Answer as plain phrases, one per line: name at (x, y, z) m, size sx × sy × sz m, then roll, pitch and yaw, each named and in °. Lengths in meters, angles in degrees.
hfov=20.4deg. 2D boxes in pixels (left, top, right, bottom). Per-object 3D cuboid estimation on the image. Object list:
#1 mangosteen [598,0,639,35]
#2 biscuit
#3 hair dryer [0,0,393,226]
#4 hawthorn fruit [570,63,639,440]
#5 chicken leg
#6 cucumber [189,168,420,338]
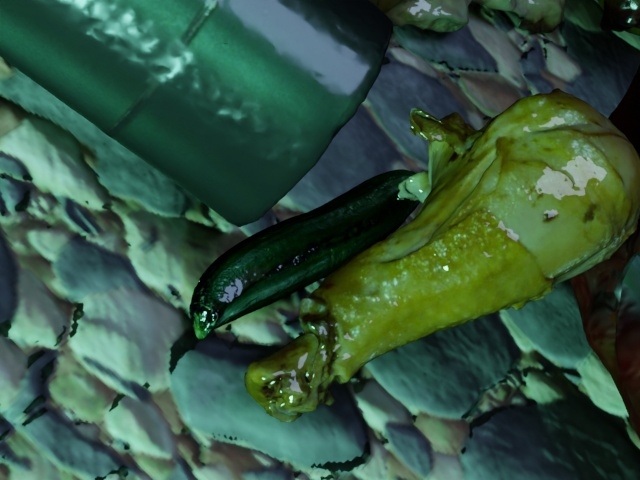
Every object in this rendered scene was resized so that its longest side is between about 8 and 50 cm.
mangosteen at (0.242, -0.228, 1.082) m, size 0.215 × 0.215 × 0.257 m, roll 36°, pitch 83°, yaw -14°
biscuit at (0.077, -0.175, 1.011) m, size 0.183 × 0.061 × 0.118 m, roll -14°, pitch 66°, yaw -48°
hair dryer at (-0.083, -0.165, 0.836) m, size 0.244 × 0.116 × 0.302 m, roll 38°, pitch 28°, yaw -12°
hawthorn fruit at (0.268, -0.004, 0.863) m, size 0.311 × 0.295 × 0.295 m, roll -31°, pitch 79°, yaw -33°
chicken leg at (0.048, 0.004, 0.768) m, size 0.207 × 0.085 × 0.101 m, roll -34°, pitch 58°, yaw -19°
cucumber at (0.000, 0.000, 0.804) m, size 0.184 × 0.036 × 0.033 m, roll -27°, pitch 90°, yaw -52°
